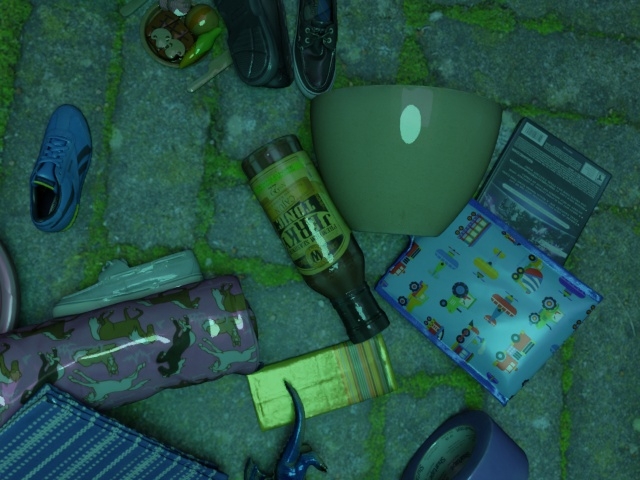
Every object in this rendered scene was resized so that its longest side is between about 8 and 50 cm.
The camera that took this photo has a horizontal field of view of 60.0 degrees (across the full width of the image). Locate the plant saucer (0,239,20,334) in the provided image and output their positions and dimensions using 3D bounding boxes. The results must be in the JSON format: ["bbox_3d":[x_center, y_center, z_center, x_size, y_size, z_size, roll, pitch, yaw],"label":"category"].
[{"bbox_3d":[-0.606,0.096,0.805,0.332,0.084,0.332,1,84,-8],"label":"plant saucer"}]

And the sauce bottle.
[{"bbox_3d":[0.000,0.000,0.887,0.111,0.111,0.344,-31,89,-10],"label":"sauce bottle"}]

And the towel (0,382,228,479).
[{"bbox_3d":[-0.313,0.338,0.743,0.243,0.040,0.336,-41,128,3],"label":"towel"}]

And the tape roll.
[{"bbox_3d":[0.216,0.358,0.844,0.080,0.189,0.189,45,80,-3],"label":"tape roll"}]

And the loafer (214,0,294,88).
[{"bbox_3d":[-0.111,-0.397,0.931,0.109,0.095,0.302,-15,84,33],"label":"loafer"}]

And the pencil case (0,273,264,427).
[{"bbox_3d":[-0.279,0.164,0.770,0.386,0.160,0.167,-14,113,-22],"label":"pencil case"}]

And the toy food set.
[{"bbox_3d":[-0.236,-0.353,0.923,0.132,0.038,0.192,-43,91,-10],"label":"toy food set"}]

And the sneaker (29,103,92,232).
[{"bbox_3d":[-0.404,-0.116,0.856,0.069,0.082,0.209,7,82,-6],"label":"sneaker"}]

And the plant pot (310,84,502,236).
[{"bbox_3d":[0.119,-0.104,0.836,0.284,0.284,0.191,4,91,-8],"label":"plant pot"}]

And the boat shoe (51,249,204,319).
[{"bbox_3d":[-0.299,0.066,0.861,0.227,0.079,0.081,-14,77,-14],"label":"boat shoe"}]

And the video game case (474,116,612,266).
[{"bbox_3d":[0.378,-0.056,0.990,0.196,0.026,0.274,32,82,-4],"label":"video game case"}]

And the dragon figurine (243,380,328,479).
[{"bbox_3d":[-0.065,0.375,0.840,0.144,0.085,0.289,-11,99,-20],"label":"dragon figurine"}]

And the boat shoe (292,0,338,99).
[{"bbox_3d":[-0.003,-0.358,0.938,0.080,0.076,0.228,6,84,-7],"label":"boat shoe"}]

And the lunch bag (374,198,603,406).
[{"bbox_3d":[0.249,0.076,0.904,0.293,0.138,0.221,41,94,7],"label":"lunch bag"}]

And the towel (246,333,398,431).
[{"bbox_3d":[0.004,0.231,0.913,0.237,0.021,0.102,-15,83,-9],"label":"towel"}]
